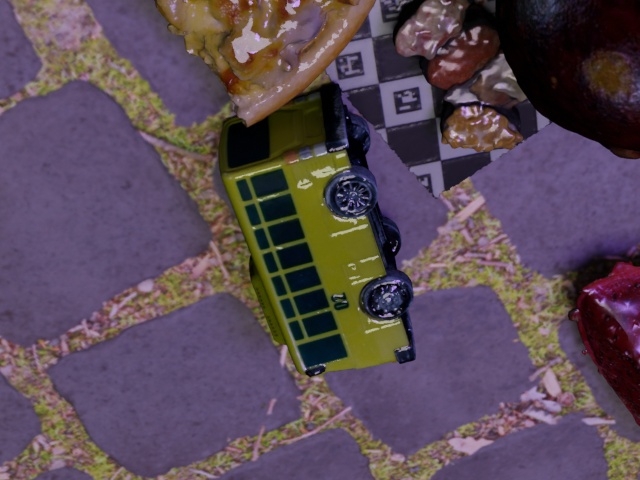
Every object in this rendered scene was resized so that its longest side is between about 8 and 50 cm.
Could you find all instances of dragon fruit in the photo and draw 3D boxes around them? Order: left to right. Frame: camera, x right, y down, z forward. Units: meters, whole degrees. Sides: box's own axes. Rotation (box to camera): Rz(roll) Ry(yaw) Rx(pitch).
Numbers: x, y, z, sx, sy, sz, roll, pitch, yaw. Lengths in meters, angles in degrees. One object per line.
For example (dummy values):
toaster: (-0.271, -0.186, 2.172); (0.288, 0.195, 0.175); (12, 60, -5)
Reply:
dragon fruit: (0.406, 0.115, 1.469); (0.211, 0.134, 0.262); (-32, 87, -4)

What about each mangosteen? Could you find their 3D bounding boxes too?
mangosteen: (0.286, -0.218, 1.153); (0.311, 0.311, 0.311); (-4, 123, -6)

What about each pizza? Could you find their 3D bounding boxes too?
pizza: (-0.045, -0.252, 1.182); (0.223, 0.089, 0.323); (25, 114, -19)

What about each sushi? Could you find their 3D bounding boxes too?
sushi: (0.134, -0.187, 1.281); (0.264, 0.050, 0.290); (-33, 121, 13)

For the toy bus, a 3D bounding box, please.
toy bus: (0.000, 0.000, 1.335); (0.150, 0.128, 0.262); (-15, 122, 6)
